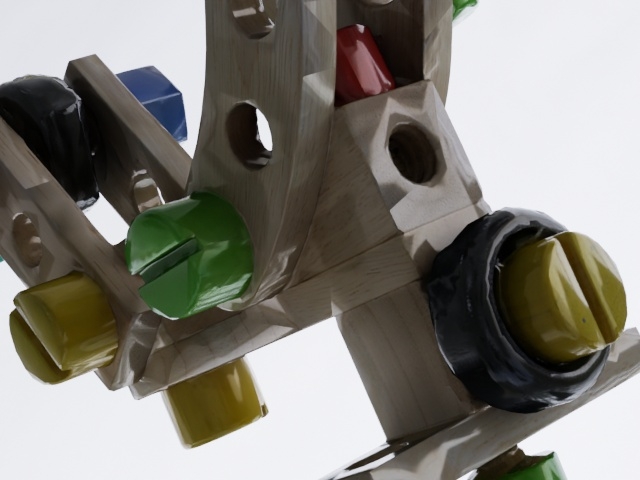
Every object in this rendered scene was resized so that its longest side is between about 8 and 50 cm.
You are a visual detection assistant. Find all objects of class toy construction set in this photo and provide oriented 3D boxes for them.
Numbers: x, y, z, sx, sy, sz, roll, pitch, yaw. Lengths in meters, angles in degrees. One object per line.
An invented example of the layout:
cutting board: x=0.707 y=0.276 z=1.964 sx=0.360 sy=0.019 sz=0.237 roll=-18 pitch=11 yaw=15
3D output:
toy construction set: x=0.000 y=0.000 z=0.522 sx=0.257 sy=0.237 sz=0.309 roll=-33 pitch=175 yaw=23

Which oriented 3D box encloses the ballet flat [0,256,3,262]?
ballet flat: x=-0.183 y=-0.009 z=0.656 sx=0.231 sy=0.077 sz=0.077 roll=-41 pitch=-140 yaw=-11
